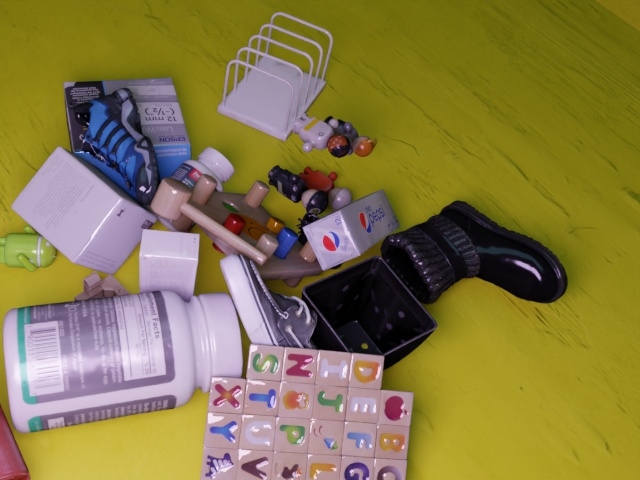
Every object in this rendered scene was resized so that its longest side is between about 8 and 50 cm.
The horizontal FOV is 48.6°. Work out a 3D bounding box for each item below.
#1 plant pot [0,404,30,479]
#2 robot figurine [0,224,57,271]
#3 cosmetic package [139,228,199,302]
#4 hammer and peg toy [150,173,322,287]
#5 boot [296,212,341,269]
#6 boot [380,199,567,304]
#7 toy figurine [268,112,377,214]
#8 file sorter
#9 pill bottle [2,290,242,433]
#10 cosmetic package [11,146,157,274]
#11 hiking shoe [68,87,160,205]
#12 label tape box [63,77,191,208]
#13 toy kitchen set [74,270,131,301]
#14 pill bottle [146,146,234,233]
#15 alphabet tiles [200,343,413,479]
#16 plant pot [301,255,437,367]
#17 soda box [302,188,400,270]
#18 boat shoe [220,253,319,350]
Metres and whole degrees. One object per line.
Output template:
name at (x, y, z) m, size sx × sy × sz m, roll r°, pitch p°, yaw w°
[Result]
plant pot at (-0.572, 0.287, 1.017) m, size 0.272 × 0.272 × 0.265 m, roll -26°, pitch 69°, yaw -32°
robot figurine at (-0.564, 0.020, 1.367) m, size 0.115 × 0.067 × 0.101 m, roll 3°, pitch 37°, yaw -14°
cosmetic package at (-0.276, 0.071, 1.283) m, size 0.099 × 0.239 × 0.060 m, roll 4°, pitch 56°, yaw -13°
hammer and peg toy at (-0.161, -0.008, 1.365) m, size 0.266 × 0.127 × 0.361 m, roll 43°, pitch 20°, yaw 21°
boot at (0.001, 0.000, 1.518) m, size 0.121 × 0.099 × 0.045 m, roll 30°, pitch 48°, yaw 11°
boot at (0.325, 0.064, 1.527) m, size 0.348 × 0.131 × 0.260 m, roll 33°, pitch 42°, yaw 28°
toy figurine at (0.012, -0.168, 1.577) m, size 0.148 × 0.209 × 0.213 m, roll 34°, pitch 17°, yaw 21°
file sorter at (-0.108, -0.429, 1.816) m, size 0.193 × 0.173 × 0.277 m, roll 24°, pitch 48°, yaw 6°
pill bottle at (-0.326, 0.192, 1.190) m, size 0.361 × 0.204 × 0.204 m, roll -5°, pitch 51°, yaw -20°
cosmetic package at (-0.451, -0.054, 1.370) m, size 0.184 × 0.151 × 0.151 m, roll 38°, pitch 89°, yaw 18°
hiking shoe at (-0.410, -0.177, 1.437) m, size 0.132 × 0.113 × 0.304 m, roll -18°, pitch 55°, yaw -17°
label tape box at (-0.424, -0.212, 1.579) m, size 0.249 × 0.115 × 0.347 m, roll -7°, pitch 50°, yaw -20°
toy kitchen set at (-0.407, 0.105, 1.334) m, size 0.075 × 0.068 × 0.083 m, roll 39°, pitch 51°, yaw 19°
pill bottle at (-0.269, -0.107, 1.494) m, size 0.108 × 0.108 × 0.180 m, roll 34°, pitch 72°, yaw 15°
alphabet tiles at (-0.018, 0.322, 1.171) m, size 0.343 × 0.011 × 0.285 m, roll 7°, pitch 87°, yaw -10°
plant pot at (0.073, 0.174, 1.341) m, size 0.188 × 0.167 × 0.187 m, roll -21°, pitch 58°, yaw -31°
soda box at (0.072, -0.029, 1.471) m, size 0.098 × 0.091 × 0.286 m, roll 64°, pitch 25°, yaw -3°
boat shoe at (-0.063, 0.148, 1.235) m, size 0.119 × 0.335 × 0.121 m, roll -27°, pitch 29°, yaw -4°
